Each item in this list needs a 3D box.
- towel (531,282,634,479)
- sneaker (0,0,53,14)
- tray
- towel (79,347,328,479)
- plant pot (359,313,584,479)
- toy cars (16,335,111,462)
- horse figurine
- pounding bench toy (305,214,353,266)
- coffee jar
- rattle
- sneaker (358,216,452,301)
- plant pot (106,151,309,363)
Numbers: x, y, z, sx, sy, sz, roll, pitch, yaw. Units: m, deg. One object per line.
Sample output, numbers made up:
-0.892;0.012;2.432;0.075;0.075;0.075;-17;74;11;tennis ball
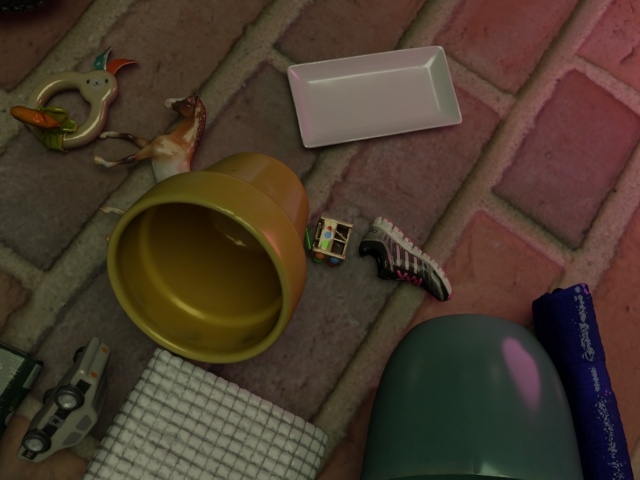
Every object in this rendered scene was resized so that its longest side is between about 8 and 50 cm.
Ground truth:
0.368;0.222;1.156;0.076;0.227;0.308;-12;78;8;towel
-0.568;-0.393;1.236;0.344;0.134;0.146;-20;55;-9;sneaker
0.088;-0.234;1.323;0.271;0.030;0.145;-10;77;-10;tray
-0.159;0.314;1.098;0.284;0.121;0.235;26;68;-3;towel
0.205;0.241;1.100;0.293;0.293;0.235;10;60;-6;plant pot
-0.373;0.314;1.057;0.087;0.176;0.393;33;74;-16;toy cars
-0.249;-0.088;1.222;0.175;0.066;0.263;-7;75;-4;horse figurine
0.000;0.000;1.241;0.083;0.052;0.065;16;75;-4;pounding bench toy
-0.465;0.231;1.104;0.096;0.079;0.184;26;73;-5;coffee jar
-0.369;-0.239;1.207;0.200;0.142;0.130;-43;63;-8;rattle
0.126;0.043;1.244;0.170;0.063;0.075;43;74;9;sneaker
-0.127;-0.002;1.109;0.254;0.254;0.239;28;34;-1;plant pot
